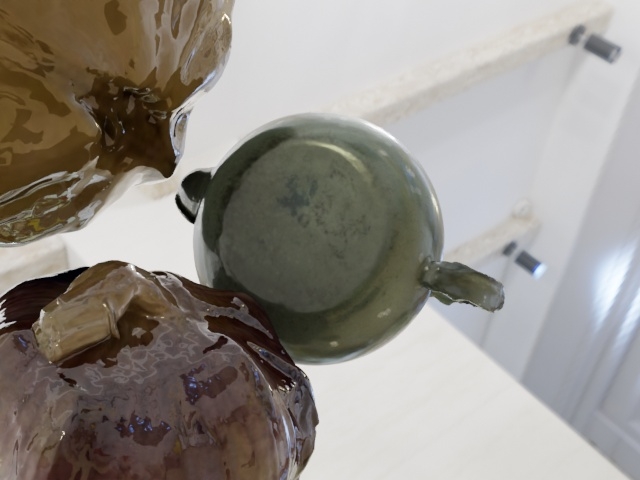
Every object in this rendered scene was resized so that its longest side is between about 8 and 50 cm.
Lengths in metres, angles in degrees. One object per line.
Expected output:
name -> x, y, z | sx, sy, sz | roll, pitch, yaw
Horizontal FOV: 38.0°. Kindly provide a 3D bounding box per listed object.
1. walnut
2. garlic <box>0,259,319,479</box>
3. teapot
walnut -> -0.247, -0.188, 0.687 | 0.383, 0.383, 0.384 | -31, -36, -26
garlic -> -0.116, 0.088, 0.578 | 0.244, 0.245, 0.161 | -10, -61, -45
teapot -> 0.000, 0.000, 0.717 | 0.129, 0.294, 0.193 | 36, -107, -75
